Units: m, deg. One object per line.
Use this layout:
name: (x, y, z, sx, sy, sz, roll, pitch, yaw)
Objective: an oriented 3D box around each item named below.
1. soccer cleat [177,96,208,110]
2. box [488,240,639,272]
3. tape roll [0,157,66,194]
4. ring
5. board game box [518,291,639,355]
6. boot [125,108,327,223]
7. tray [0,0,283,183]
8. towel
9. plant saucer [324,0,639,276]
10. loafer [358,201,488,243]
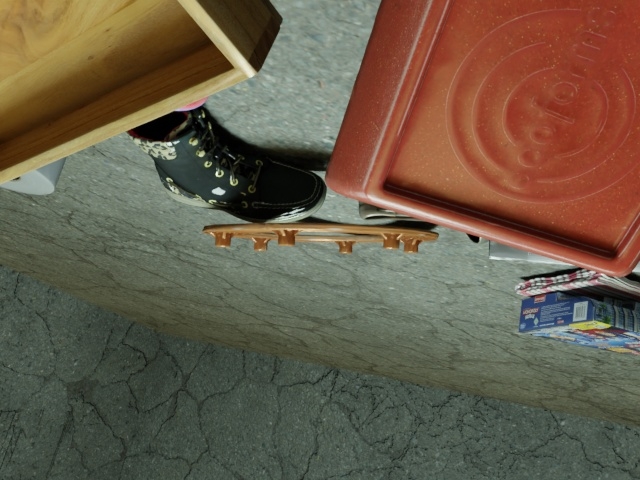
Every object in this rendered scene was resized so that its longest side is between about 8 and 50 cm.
soccer cleat: (-0.225, -0.193, 0.715, 0.248, 0.083, 0.095, 20, 173, -10)
box: (0.283, -0.018, 0.692, 0.183, 0.056, 0.231, 4, -170, 30)
tape roll: (-0.506, -0.147, 1.117, 0.219, 0.072, 0.219, 14, 165, 4)
ring: (0.000, 0.000, 1.043, 0.336, 0.032, 0.336, 2, 178, 0)
board game box: (0.445, 0.129, 1.126, 0.194, 0.060, 0.194, 14, 165, -14)
boot: (-0.120, -0.098, 0.921, 0.236, 0.085, 0.178, 9, 160, 15)
tray: (-0.252, -0.171, 0.608, 0.411, 0.076, 0.203, -13, 134, 36)
towel: (0.421, 0.079, 1.133, 0.144, 0.029, 0.197, 18, 164, -20)
plant saucer: (0.155, -0.093, 0.488, 0.259, 0.048, 0.258, 17, 126, -3)
loafer: (0.173, -0.030, 0.878, 0.267, 0.084, 0.096, 15, 164, -2)
